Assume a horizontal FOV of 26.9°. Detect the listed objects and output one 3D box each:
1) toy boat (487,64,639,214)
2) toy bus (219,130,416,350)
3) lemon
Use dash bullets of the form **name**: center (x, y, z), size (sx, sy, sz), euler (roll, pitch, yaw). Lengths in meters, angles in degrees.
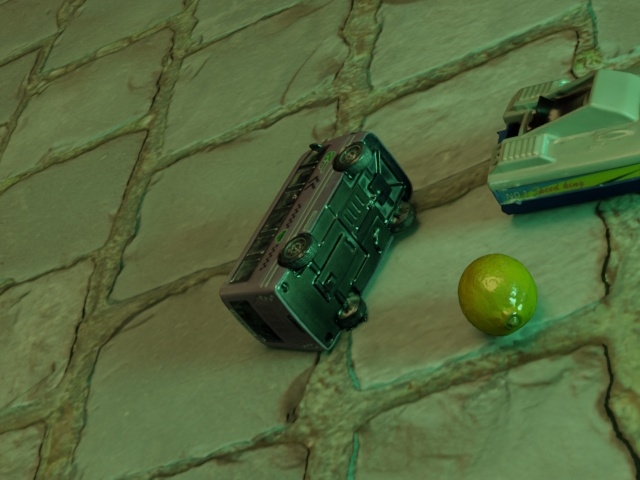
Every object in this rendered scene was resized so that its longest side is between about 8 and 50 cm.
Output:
- **toy boat**: center (0.278, -0.103, 1.089), size (0.295, 0.088, 0.129), euler (-11, 38, 33)
- **toy bus**: center (0.000, 0.000, 1.201), size (0.108, 0.096, 0.199), euler (-6, 44, 44)
- **lemon**: center (0.139, 0.043, 1.046), size (0.062, 0.062, 0.083), euler (-31, 32, 6)
